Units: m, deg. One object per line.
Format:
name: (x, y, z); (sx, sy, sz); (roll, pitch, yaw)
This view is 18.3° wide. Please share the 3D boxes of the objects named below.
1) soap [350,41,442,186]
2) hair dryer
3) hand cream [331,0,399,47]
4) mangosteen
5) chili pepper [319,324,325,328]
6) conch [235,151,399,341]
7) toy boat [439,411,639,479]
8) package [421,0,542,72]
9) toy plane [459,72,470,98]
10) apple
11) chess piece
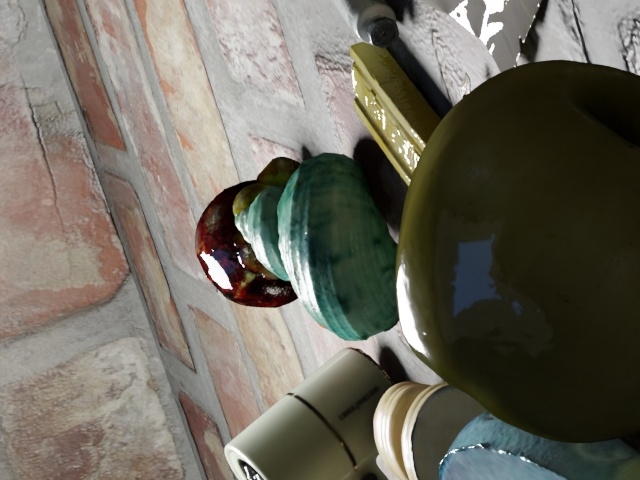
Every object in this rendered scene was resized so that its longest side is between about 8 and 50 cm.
soap: (0.099, -0.089, 1.917); (0.092, 0.037, 0.252); (84, 159, -47)
hair dryer: (0.073, 0.324, 2.356); (0.362, 0.203, 0.128); (51, 162, 0)
hand cream: (0.030, -0.244, 1.956); (0.194, 0.042, 0.067); (-122, 10, -53)
mangosteen: (-0.062, -0.008, 2.400); (0.184, 0.172, 0.172); (-55, 42, 19)
chili pepper: (0.029, 0.063, 2.338); (0.071, 0.063, 0.272); (55, 161, 5)
conch: (-0.004, -0.001, 2.176); (0.202, 0.134, 0.196); (16, 90, 53)
toy boat: (0.241, 0.242, 1.785); (0.330, 0.123, 0.215); (8, 127, 61)
package: (0.103, -0.270, 1.632); (0.251, 0.062, 0.204); (49, 159, 20)
toy plane: (0.151, -0.092, 1.739); (0.120, 0.031, 0.049); (57, 156, 32)
apple: (0.172, 0.008, 1.355); (0.262, 0.262, 0.262); (159, 90, -75)
chess piece: (0.113, 0.211, 2.163); (0.139, 0.124, 0.307); (40, 174, -12)
